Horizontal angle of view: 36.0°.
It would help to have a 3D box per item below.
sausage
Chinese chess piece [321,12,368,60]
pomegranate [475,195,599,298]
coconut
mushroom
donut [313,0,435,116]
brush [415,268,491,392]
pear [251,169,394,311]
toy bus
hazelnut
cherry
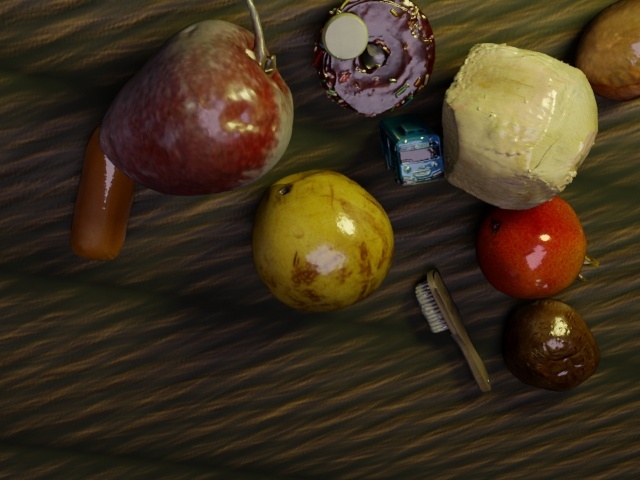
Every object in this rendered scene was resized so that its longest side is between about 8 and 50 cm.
[{"bbox_3d":[-0.405,-0.091,1.858,0.105,0.105,0.274,11,110,-13],"label":"sausage"},{"bbox_3d":[0.043,-0.363,1.754,0.084,0.034,0.084,-2,109,-6],"label":"Chinese chess piece"},{"bbox_3d":[0.435,0.018,1.970,0.257,0.221,0.220,17,109,-17],"label":"pomegranate"},{"bbox_3d":[0.367,-0.202,1.799,0.255,0.297,0.297,18,113,24],"label":"coconut"},{"bbox_3d":[0.493,0.238,2.111,0.194,0.138,0.231,-39,112,8],"label":"mushroom"},{"bbox_3d":[0.095,-0.352,1.830,0.235,0.089,0.235,-3,113,-8],"label":"donut"},{"bbox_3d":[0.282,0.204,2.110,0.065,0.070,0.327,-21,117,20],"label":"brush"},{"bbox_3d":[0.000,0.000,1.872,0.281,0.280,0.280,-3,113,-7],"label":"pear"},{"bbox_3d":[0.170,-0.174,1.865,0.090,0.184,0.106,-9,111,-5],"label":"toy bus"},{"bbox_3d":[0.590,-0.360,1.864,0.214,0.176,0.214,-15,152,-9],"label":"hazelnut"},{"bbox_3d":[-0.202,-0.228,1.726,0.335,0.326,0.291,-19,119,37],"label":"cherry"}]
